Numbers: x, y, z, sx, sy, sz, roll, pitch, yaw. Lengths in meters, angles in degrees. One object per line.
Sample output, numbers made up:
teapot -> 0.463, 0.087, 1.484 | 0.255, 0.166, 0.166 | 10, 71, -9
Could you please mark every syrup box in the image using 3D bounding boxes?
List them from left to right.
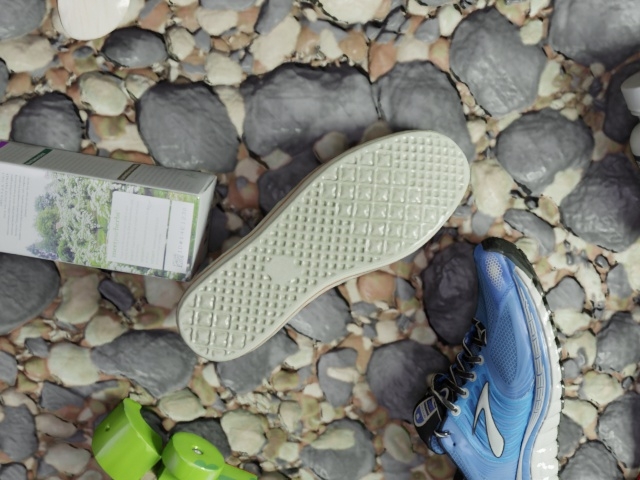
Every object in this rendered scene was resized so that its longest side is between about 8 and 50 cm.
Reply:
syrup box -> -0.232, -0.032, 1.181 | 0.237, 0.096, 0.093 | 9, 107, 2

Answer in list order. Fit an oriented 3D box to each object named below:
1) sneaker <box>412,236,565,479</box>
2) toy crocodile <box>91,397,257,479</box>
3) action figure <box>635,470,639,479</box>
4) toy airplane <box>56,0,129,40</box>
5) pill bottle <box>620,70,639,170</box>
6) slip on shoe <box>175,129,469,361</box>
sneaker -> 0.167, 0.158, 1.188 | 0.147, 0.130, 0.329 | -2, 107, 3
toy crocodile -> -0.094, 0.288, 1.273 | 0.341, 0.105, 0.115 | 29, 107, -9
action figure -> 0.375, 0.149, 1.167 | 0.092, 0.139, 0.280 | 3, 105, 3
toy airplane -> -0.214, -0.415, 0.969 | 0.384, 0.272, 0.386 | -42, 101, 16
pill bottle -> 0.355, -0.081, 1.108 | 0.108, 0.108, 0.180 | -23, 103, 11
slip on shoe -> 0.000, 0.000, 1.174 | 0.331, 0.101, 0.123 | -37, 94, 1
